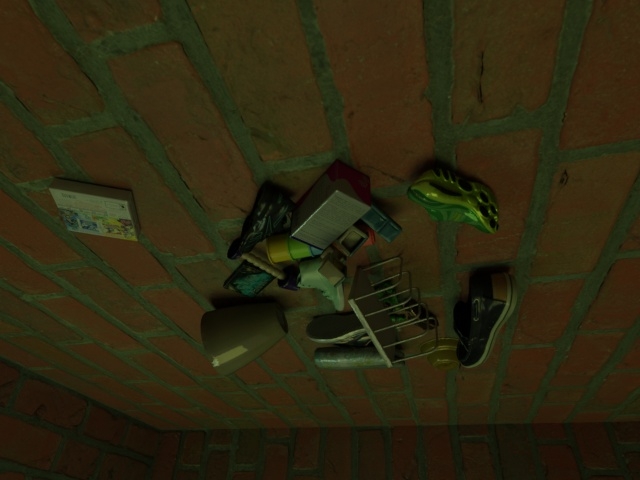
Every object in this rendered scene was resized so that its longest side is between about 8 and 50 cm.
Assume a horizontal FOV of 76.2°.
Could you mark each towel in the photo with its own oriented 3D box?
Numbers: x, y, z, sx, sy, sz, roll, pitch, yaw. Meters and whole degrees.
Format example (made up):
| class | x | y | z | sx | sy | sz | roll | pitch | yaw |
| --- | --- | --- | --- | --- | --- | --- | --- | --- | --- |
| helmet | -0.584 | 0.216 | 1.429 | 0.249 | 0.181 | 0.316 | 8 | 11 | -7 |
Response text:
| class | x | y | z | sx | sy | sz | roll | pitch | yaw |
| --- | --- | --- | --- | --- | --- | --- | --- | --- | --- |
| towel | 0.181 | 0.505 | 1.759 | 0.320 | 0.090 | 0.374 | -10 | 158 | 19 |

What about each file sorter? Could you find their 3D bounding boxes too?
| class | x | y | z | sx | sy | sz | roll | pitch | yaw |
| --- | --- | --- | --- | --- | --- | --- | --- | --- | --- |
| file sorter | 0.238 | 0.217 | 1.303 | 0.172 | 0.193 | 0.278 | -24 | 108 | 23 |

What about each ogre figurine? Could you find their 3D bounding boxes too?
| class | x | y | z | sx | sy | sz | roll | pitch | yaw |
| --- | --- | --- | --- | --- | --- | --- | --- | --- | --- |
| ogre figurine | 0.231 | 0.236 | 1.478 | 0.118 | 0.097 | 0.197 | -18 | 145 | 13 |

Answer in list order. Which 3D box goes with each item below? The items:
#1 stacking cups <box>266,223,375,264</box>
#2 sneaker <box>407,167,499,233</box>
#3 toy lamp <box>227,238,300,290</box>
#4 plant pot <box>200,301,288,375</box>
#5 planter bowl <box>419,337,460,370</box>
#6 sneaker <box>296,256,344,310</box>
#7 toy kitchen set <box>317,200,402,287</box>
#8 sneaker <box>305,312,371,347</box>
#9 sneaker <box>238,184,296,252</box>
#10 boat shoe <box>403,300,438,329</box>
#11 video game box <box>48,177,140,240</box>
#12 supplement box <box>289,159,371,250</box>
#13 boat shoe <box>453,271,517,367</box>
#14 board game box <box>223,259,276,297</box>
| class | x | y | z | sx | sy | sz | roll | pitch | yaw |
| --- | --- | --- | --- | --- | --- | --- | --- | --- | --- |
| stacking cups | 0.000 | 0.000 | 1.200 | 0.315 | 0.096 | 0.096 | -11 | 140 | 14 |
| sneaker | 0.349 | -0.098 | 1.055 | 0.295 | 0.110 | 0.123 | 23 | 160 | -25 |
| toy lamp | -0.172 | 0.089 | 1.335 | 0.274 | 0.080 | 0.080 | 32 | 134 | -33 |
| plant pot | -0.273 | 0.345 | 1.565 | 0.273 | 0.257 | 0.257 | -23 | 138 | 6 |
| planter bowl | 0.554 | 0.520 | 1.823 | 0.216 | 0.091 | 0.217 | 3 | 142 | 2 |
| sneaker | 0.001 | 0.149 | 1.382 | 0.150 | 0.094 | 0.256 | -9 | 131 | 6 |
| toy kitchen set | 0.107 | 0.021 | 1.068 | 0.122 | 0.166 | 0.207 | 40 | 105 | -8 |
| sneaker | 0.107 | 0.365 | 1.627 | 0.320 | 0.126 | 0.128 | -12 | 134 | 17 |
| sneaker | -0.158 | -0.039 | 1.152 | 0.106 | 0.101 | 0.267 | 16 | 141 | -19 |
| boat shoe | 0.373 | 0.297 | 1.562 | 0.073 | 0.073 | 0.207 | -28 | 132 | 31 |
| video game box | -0.637 | -0.083 | 1.174 | 0.204 | 0.048 | 0.187 | 10 | 140 | -8 |
| supplement box | 0.022 | -0.086 | 1.068 | 0.113 | 0.111 | 0.220 | 23 | 138 | -24 |
| boat shoe | 0.549 | 0.291 | 1.464 | 0.155 | 0.187 | 0.501 | 5 | 137 | 6 |
| board game box | -0.252 | 0.140 | 1.447 | 0.126 | 0.026 | 0.186 | 23 | 138 | -24 |
